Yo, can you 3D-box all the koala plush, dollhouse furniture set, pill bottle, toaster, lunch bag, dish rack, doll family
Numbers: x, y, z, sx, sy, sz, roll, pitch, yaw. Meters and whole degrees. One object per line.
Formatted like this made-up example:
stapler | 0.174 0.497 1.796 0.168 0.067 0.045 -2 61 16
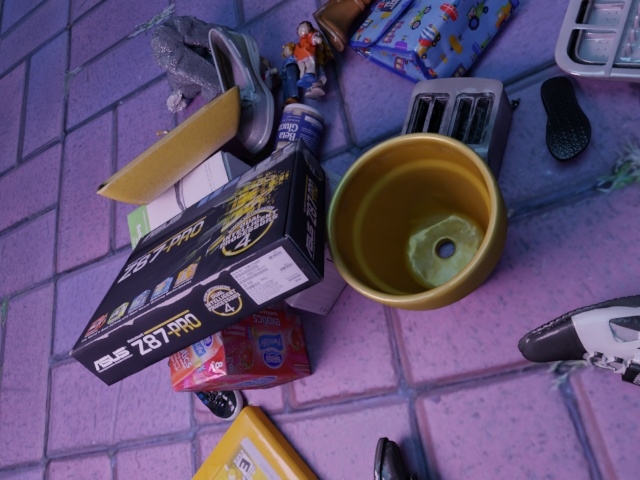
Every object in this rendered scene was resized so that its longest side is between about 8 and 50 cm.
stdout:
koala plush | -0.341 -0.445 1.233 0.221 0.203 0.196 -22 55 65
dollhouse furniture set | -0.150 -0.176 1.100 0.114 0.091 0.081 -32 77 14
pill bottle | -0.054 -0.201 1.035 0.094 0.094 0.169 8 79 31
toaster | 0.246 -0.198 0.854 0.168 0.110 0.186 12 81 31
lunch bag | 0.199 -0.450 0.967 0.221 0.138 0.293 -52 42 7
dish rack | 0.572 -0.362 0.741 0.332 0.072 0.286 16 82 33
doll family | -0.054 -0.396 1.101 0.263 0.118 0.163 -13 74 48

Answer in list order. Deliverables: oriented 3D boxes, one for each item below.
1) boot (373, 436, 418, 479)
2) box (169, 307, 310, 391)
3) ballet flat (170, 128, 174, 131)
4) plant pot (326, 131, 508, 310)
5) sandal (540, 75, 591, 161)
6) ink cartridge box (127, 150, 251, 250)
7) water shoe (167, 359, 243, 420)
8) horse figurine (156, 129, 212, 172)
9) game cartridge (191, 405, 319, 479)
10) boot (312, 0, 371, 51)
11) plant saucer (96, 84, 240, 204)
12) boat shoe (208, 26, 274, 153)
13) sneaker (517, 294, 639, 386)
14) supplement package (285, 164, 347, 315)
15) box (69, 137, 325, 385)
boot | 0.216 0.405 0.711 0.229 0.091 0.263 -24 68 16
box | -0.139 0.197 0.864 0.122 0.257 0.128 -23 65 24
ballet flat | -0.382 -0.190 1.241 0.084 0.058 0.250 -13 69 25
plant pot | 0.173 -0.007 0.760 0.254 0.239 0.254 -9 71 27
sandal | 0.413 -0.204 0.808 0.067 0.040 0.179 -7 57 22
ink cartridge box | -0.242 -0.047 1.033 0.272 0.198 0.115 -29 63 20
water shoe | -0.249 0.306 0.998 0.203 0.080 0.073 31 92 33
horse figurine | -0.335 -0.182 1.185 0.174 0.066 0.263 9 67 -1
game cartridge | -0.113 0.524 0.871 0.323 0.052 0.285 38 96 34
boot | 0.067 -0.509 1.055 0.152 0.073 0.197 -30 46 11
plant saucer | -0.317 -0.186 1.027 0.332 0.081 0.333 -43 22 -13
boat shoe | -0.184 -0.342 1.077 0.118 0.103 0.320 -31 63 45
sneaker | 0.441 0.147 0.628 0.330 0.122 0.146 -18 65 25
supplement package | 0.000 0.000 0.919 0.139 0.134 0.244 34 93 33
box | -0.175 0.023 0.771 0.395 0.097 0.318 -28 27 19
